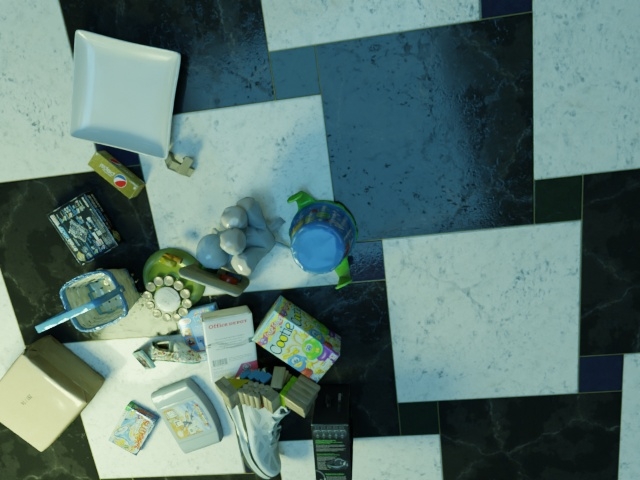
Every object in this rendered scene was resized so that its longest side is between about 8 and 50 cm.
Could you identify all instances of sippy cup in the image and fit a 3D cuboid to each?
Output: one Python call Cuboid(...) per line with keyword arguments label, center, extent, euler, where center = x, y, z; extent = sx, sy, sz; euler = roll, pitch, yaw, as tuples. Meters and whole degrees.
Cuboid(label="sippy cup", center=(0.000, 0.000, 1.451), extent=(0.306, 0.224, 0.240), euler=(26, 105, -2))

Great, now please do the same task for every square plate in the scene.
Cuboid(label="square plate", center=(-0.641, -0.473, 1.473), extent=(0.348, 0.049, 0.343), euler=(14, 107, 2))

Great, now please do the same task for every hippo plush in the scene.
Cuboid(label="hippo plush", center=(-0.290, -0.016, 1.492), extent=(0.237, 0.294, 0.234), euler=(-7, 104, 31))

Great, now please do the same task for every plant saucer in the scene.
Cuboid(label="plant saucer", center=(-0.542, 0.147, 1.640), extent=(0.241, 0.037, 0.240), euler=(1, 106, 5))

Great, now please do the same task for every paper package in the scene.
Cuboid(label="paper package", center=(-1.069, 0.592, 1.745), extent=(0.309, 0.168, 0.325), euler=(42, 104, -6))

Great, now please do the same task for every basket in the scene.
Cuboid(label="basket", center=(-0.794, 0.215, 1.550), extent=(0.255, 0.289, 0.201), euler=(-22, 102, 10))

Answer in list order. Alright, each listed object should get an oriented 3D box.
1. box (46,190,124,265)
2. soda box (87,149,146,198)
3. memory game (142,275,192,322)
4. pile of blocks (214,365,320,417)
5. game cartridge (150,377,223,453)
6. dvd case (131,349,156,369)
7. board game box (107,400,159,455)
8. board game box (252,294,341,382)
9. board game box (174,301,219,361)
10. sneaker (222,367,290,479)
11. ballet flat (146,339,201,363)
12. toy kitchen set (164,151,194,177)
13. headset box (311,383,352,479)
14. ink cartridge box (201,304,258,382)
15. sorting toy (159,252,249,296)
Cuboid(label="box", center=(-0.841, -0.042, 1.608), extent=(0.175, 0.051, 0.220), euler=(-27, 101, 12))
Cuboid(label="soda box", center=(-0.699, -0.228, 1.541), extent=(0.181, 0.058, 0.061), euler=(40, 105, -5))
Cuboid(label="memory game", center=(-0.557, 0.213, 1.632), extent=(0.186, 0.012, 0.186), euler=(2, 104, 6))
Cuboid(label="pile of blocks", center=(-0.184, 0.533, 1.575), extent=(0.363, 0.148, 0.112), euler=(6, 132, 6))
Cuboid(label="game cartridge", center=(-0.519, 0.697, 1.781), extent=(0.198, 0.062, 0.297), euler=(-23, 102, 15))
Cuboid(label="dvd case", center=(-0.676, 0.456, 1.713), extent=(0.119, 0.013, 0.087), euler=(-24, 105, 49))
Cuboid(label="board game box", center=(-0.764, 0.769, 1.831), extent=(0.136, 0.035, 0.201), euler=(30, 106, -3))
Cuboid(label="board game box", center=(-0.079, 0.347, 1.594), extent=(0.275, 0.144, 0.142), euler=(35, 105, -5))
Cuboid(label="board game box", center=(-0.436, 0.347, 1.682), extent=(0.160, 0.039, 0.211), euler=(-14, 105, 9))
Cuboid(label="sneaker", center=(-0.177, 0.684, 1.682), extent=(0.258, 0.169, 0.447), euler=(-17, 100, 12))
Cuboid(label="ballet flat", center=(-0.550, 0.412, 1.667), extent=(0.241, 0.091, 0.077), euler=(-1, 90, 22))
Cuboid(label="toy kitchen set", center=(-0.472, -0.272, 1.522), extent=(0.083, 0.075, 0.068), euler=(21, 115, -42))
Cuboid(label="headset box", center=(0.048, 0.693, 1.623), extent=(0.131, 0.246, 0.282), euler=(-2, 106, 6))
Cuboid(label="ink cartridge box", center=(-0.327, 0.369, 1.616), extent=(0.172, 0.100, 0.237), euler=(-8, 103, -17))
Cuboid(label="sorting toy", center=(-0.393, 0.100, 1.508), extent=(0.308, 0.229, 0.041), euler=(21, 94, -3))
